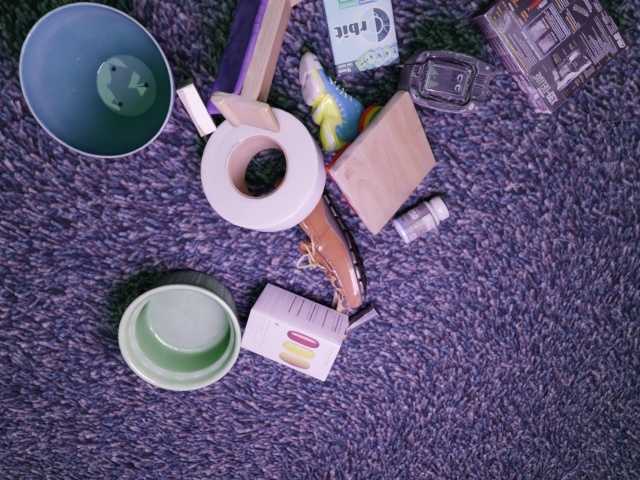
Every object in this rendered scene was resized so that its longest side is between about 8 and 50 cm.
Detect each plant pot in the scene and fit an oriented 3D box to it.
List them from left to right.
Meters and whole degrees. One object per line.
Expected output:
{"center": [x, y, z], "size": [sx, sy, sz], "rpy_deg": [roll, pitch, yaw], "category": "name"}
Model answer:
{"center": [-0.452, -0.339, 0.971], "size": [0.289, 0.195, 0.291], "rpy_deg": [-2, 108, -6], "category": "plant pot"}

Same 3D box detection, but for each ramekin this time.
{"center": [-0.361, 0.229, 1.190], "size": [0.302, 0.148, 0.304], "rpy_deg": [-2, 108, -6], "category": "ramekin"}

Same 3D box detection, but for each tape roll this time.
{"center": [-0.133, -0.165, 1.053], "size": [0.285, 0.100, 0.287], "rpy_deg": [-1, 86, 13], "category": "tape roll"}

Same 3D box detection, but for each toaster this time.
{"center": [0.277, -0.379, 1.064], "size": [0.226, 0.146, 0.129], "rpy_deg": [6, 106, -9], "category": "toaster"}

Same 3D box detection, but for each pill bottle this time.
{"center": [0.272, -0.058, 1.204], "size": [0.137, 0.078, 0.078], "rpy_deg": [-31, 108, 4], "category": "pill bottle"}

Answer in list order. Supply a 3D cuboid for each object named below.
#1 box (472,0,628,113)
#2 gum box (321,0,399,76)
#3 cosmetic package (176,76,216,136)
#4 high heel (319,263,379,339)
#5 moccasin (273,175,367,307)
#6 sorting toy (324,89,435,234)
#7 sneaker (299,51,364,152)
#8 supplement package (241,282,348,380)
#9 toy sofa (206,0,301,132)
{"center": [0.564, -0.510, 1.091], "size": [0.242, 0.076, 0.307], "rpy_deg": [-43, 107, 8], "category": "box"}
{"center": [0.096, -0.503, 1.060], "size": [0.156, 0.041, 0.185], "rpy_deg": [-14, 108, -2], "category": "gum box"}
{"center": [-0.281, -0.302, 1.008], "size": [0.041, 0.060, 0.115], "rpy_deg": [-24, 126, -1], "category": "cosmetic package"}
{"center": [0.020, 0.167, 1.250], "size": [0.186, 0.093, 0.261], "rpy_deg": [-35, 105, 15], "category": "high heel"}
{"center": [-0.001, 0.000, 1.126], "size": [0.146, 0.139, 0.380], "rpy_deg": [-28, 93, 12], "category": "moccasin"}
{"center": [0.141, -0.191, 1.091], "size": [0.255, 0.089, 0.257], "rpy_deg": [-49, 138, -8], "category": "sorting toy"}
{"center": [0.032, -0.346, 1.094], "size": [0.126, 0.091, 0.240], "rpy_deg": [-23, 109, -18], "category": "sneaker"}
{"center": [-0.067, 0.243, 1.192], "size": [0.243, 0.134, 0.139], "rpy_deg": [21, 119, 3], "category": "supplement package"}
{"center": [-0.136, -0.429, 0.937], "size": [0.176, 0.150, 0.363], "rpy_deg": [16, 88, 3], "category": "toy sofa"}
